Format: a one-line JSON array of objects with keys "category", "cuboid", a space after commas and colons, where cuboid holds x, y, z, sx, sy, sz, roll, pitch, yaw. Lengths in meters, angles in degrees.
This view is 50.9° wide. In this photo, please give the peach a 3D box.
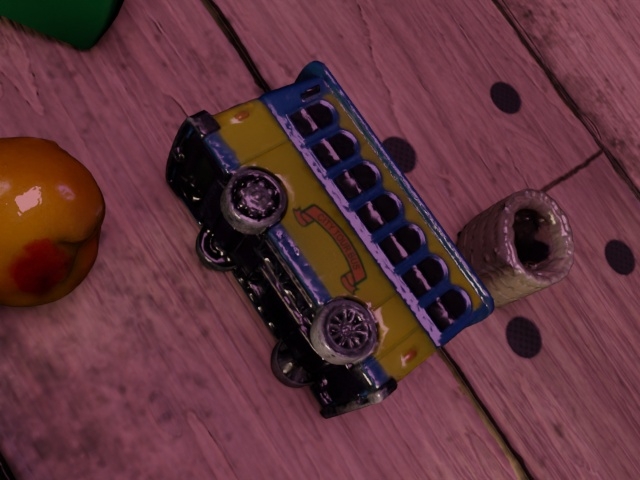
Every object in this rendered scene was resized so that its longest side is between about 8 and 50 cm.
[{"category": "peach", "cuboid": [-0.241, -0.015, 0.528, 0.138, 0.138, 0.138, 8, 67, -19]}]

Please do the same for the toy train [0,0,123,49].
[{"category": "toy train", "cuboid": [-0.278, -0.364, 0.640, 0.249, 0.178, 0.429, 22, 63, -24]}]

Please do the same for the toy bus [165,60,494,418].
[{"category": "toy bus", "cuboid": [0.000, 0.000, 0.622, 0.175, 0.138, 0.287, -32, 84, -29]}]

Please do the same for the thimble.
[{"category": "thimble", "cuboid": [0.210, 0.009, 0.735, 0.102, 0.090, 0.115, 45, 58, -4]}]
